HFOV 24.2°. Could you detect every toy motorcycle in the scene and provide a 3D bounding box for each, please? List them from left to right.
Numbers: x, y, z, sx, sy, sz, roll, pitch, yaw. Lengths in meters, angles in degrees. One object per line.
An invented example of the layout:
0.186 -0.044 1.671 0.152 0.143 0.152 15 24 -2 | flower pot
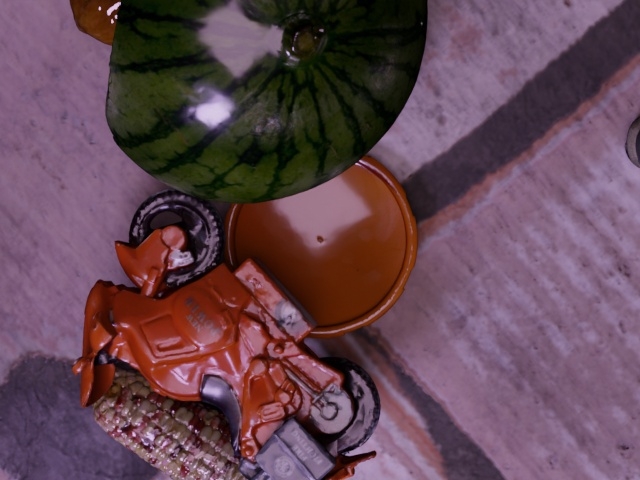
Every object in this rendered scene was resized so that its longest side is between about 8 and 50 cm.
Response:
-0.104 0.126 1.415 0.221 0.148 0.326 -43 87 6 | toy motorcycle

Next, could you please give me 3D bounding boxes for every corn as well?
-0.120 0.209 1.509 0.253 0.086 0.086 30 103 -3 | corn

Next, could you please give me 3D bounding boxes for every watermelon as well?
-0.033 -0.166 1.314 0.330 0.189 0.331 -8 119 -14 | watermelon

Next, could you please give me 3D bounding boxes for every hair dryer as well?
-0.020 0.062 1.493 0.026 0.047 0.083 19 89 -2 | hair dryer

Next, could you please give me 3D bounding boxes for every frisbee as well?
0.000 0.000 1.470 0.192 0.035 0.192 0 88 3 | frisbee

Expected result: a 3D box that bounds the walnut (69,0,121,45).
-0.149 -0.265 1.384 0.116 0.116 0.207 42 97 -7 | walnut

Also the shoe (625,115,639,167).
0.390 -0.096 1.415 0.194 0.077 0.074 -8 103 5 | shoe
